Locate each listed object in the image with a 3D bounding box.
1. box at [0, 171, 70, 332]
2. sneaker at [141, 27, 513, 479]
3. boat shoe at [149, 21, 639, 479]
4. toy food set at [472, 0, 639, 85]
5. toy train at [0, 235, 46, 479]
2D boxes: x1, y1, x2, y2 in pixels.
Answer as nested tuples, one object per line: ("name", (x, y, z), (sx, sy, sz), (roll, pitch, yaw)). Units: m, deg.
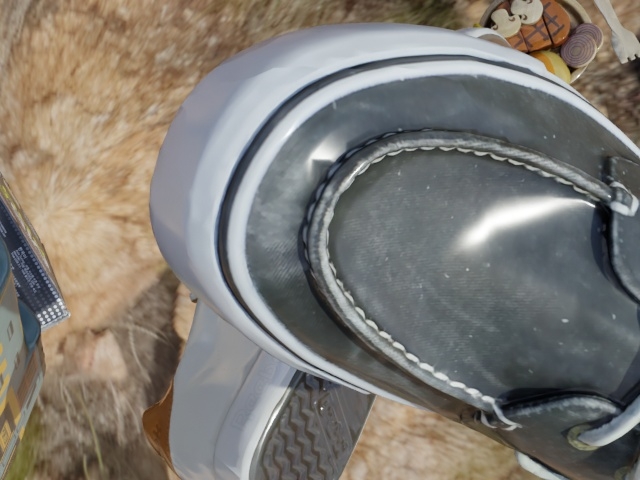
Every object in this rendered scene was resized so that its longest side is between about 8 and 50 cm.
("box", (-0.267, -0.072, 0.946), (0.060, 0.216, 0.270), (-31, 107, -8))
("sneaker", (0.000, 0.000, 0.742), (0.290, 0.123, 0.106), (-57, 132, -19))
("boat shoe", (0.101, 0.025, 0.466), (0.335, 0.119, 0.121), (19, 102, -40))
("toy food set", (0.226, -0.209, 1.471), (0.192, 0.038, 0.132), (-24, 72, -2))
("toy train", (-0.219, 0.084, 0.717), (0.142, 0.334, 0.190), (17, 67, 0))
